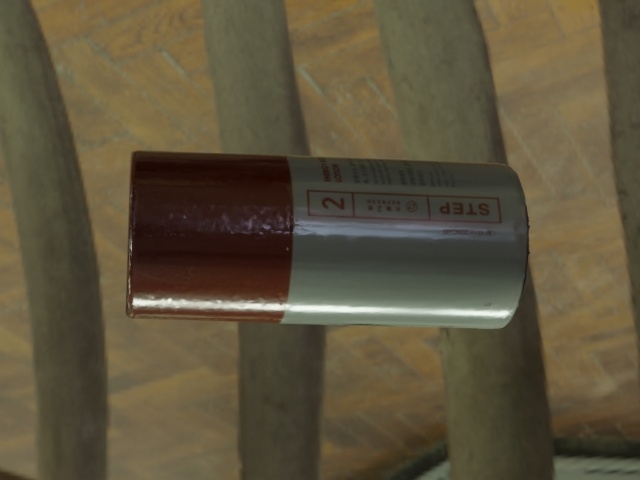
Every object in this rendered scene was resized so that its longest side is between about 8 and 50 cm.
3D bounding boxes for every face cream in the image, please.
[{"bbox_3d":[0.000,0.000,0.639,0.214,0.096,0.096,2,148,-10],"label":"face cream"}]
